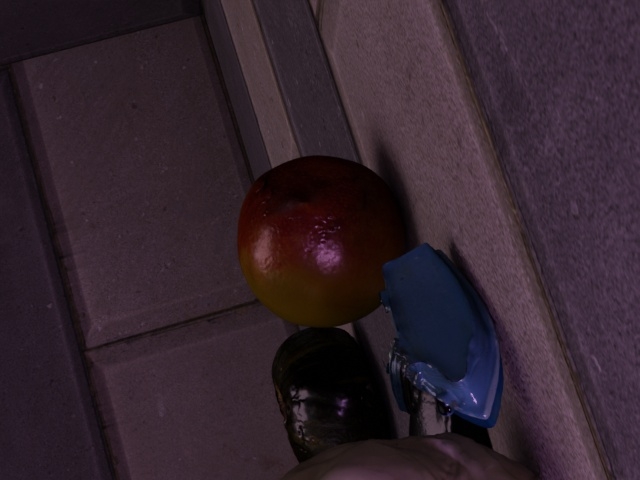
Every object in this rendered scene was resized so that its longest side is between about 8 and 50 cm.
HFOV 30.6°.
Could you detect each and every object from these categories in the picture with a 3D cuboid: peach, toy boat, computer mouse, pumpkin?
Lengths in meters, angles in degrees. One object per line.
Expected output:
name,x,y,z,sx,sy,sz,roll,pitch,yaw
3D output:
peach,0.000,0.000,1.559,0.231,0.231,0.231,164,90,-83
toy boat,0.137,0.109,1.256,0.098,0.109,0.238,54,-170,-37
computer mouse,0.159,0.252,1.463,0.147,0.088,0.264,-169,66,-80
toy boat,0.123,0.194,1.689,0.061,0.060,0.137,39,154,41
pumpkin,0.018,0.323,2.283,0.320,0.192,0.320,162,90,-84

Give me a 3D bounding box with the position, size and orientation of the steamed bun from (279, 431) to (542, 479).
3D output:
steamed bun,0.104,0.354,1.229,0.247,0.352,0.339,-45,-42,-71
